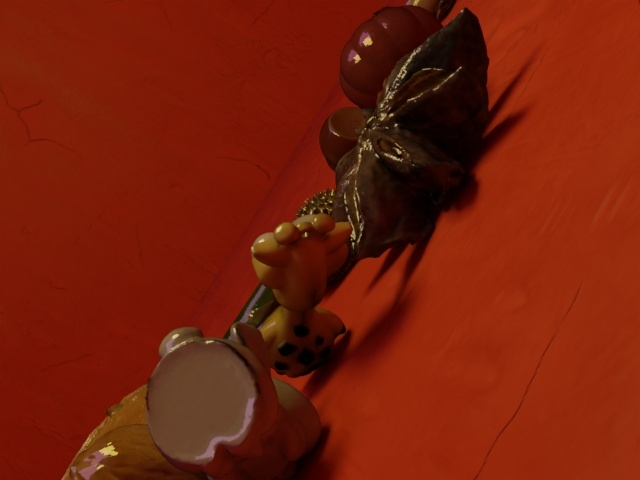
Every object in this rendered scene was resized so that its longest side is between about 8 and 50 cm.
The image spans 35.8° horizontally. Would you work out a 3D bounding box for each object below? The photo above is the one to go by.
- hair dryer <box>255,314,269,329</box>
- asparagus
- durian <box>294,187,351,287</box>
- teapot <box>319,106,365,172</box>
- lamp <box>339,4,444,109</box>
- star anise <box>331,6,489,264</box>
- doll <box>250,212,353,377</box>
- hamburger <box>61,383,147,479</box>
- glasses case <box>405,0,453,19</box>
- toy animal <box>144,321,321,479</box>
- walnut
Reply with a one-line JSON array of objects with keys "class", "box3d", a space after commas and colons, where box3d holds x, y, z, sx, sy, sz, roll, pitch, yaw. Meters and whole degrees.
[{"class": "hair dryer", "box3d": [-0.130, 0.190, 1.561, 0.219, 0.071, 0.124, -51, 8, -3]}, {"class": "asparagus", "box3d": [-0.094, 0.107, 1.647, 0.277, 0.060, 0.067, -57, -2, -1]}, {"class": "durian", "box3d": [0.000, 0.000, 1.379, 0.208, 0.102, 0.146, -57, 14, 28]}, {"class": "teapot", "box3d": [0.052, -0.149, 1.626, 0.116, 0.116, 0.173, -52, 37, 32]}, {"class": "lamp", "box3d": [0.117, -0.264, 1.493, 0.182, 0.140, 0.182, -24, -31, -15]}, {"class": "star anise", "box3d": [0.101, -0.104, 1.123, 0.331, 0.118, 0.331, -54, 18, 26]}, {"class": "doll", "box3d": [-0.026, 0.064, 1.066, 0.117, 0.086, 0.291, -20, -33, -15]}, {"class": "hamburger", "box3d": [-0.229, 0.320, 1.262, 0.304, 0.174, 0.284, -61, 11, -21]}, {"class": "glasses case", "box3d": [0.237, -0.473, 1.873, 0.193, 0.070, 0.102, -56, -19, 22]}, {"class": "toy animal", "box3d": [-0.092, 0.162, 0.971, 0.127, 0.178, 0.193, -39, -17, 3]}, {"class": "walnut", "box3d": [-0.176, 0.277, 1.041, 0.159, 0.207, 0.159, -34, 38, 31]}]
